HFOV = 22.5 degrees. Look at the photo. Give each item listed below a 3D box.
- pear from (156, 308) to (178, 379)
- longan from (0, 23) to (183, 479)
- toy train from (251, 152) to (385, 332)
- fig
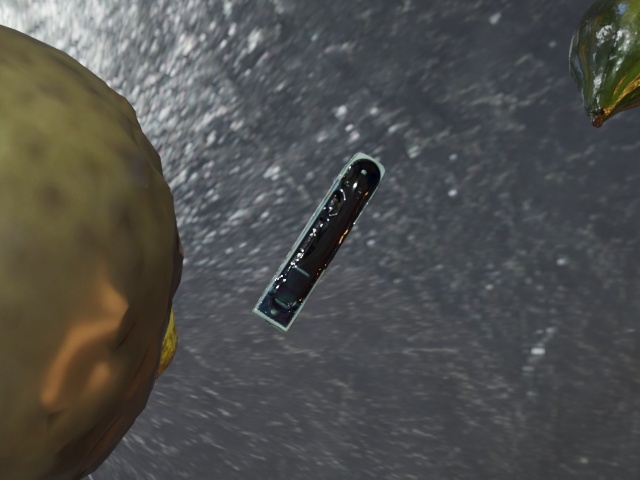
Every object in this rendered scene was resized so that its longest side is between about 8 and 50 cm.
[{"bbox_3d":[-0.258,0.085,1.729,0.197,0.197,0.197,1,86,-10],"label":"pear"},{"bbox_3d":[-0.296,0.025,1.151,0.391,0.391,0.391,1,86,-10],"label":"longan"},{"bbox_3d":[0.000,0.000,1.708,0.043,0.047,0.207,33,83,-5],"label":"toy train"},{"bbox_3d":[0.292,-0.175,1.610,0.117,0.117,0.177,43,57,-5],"label":"fig"}]
